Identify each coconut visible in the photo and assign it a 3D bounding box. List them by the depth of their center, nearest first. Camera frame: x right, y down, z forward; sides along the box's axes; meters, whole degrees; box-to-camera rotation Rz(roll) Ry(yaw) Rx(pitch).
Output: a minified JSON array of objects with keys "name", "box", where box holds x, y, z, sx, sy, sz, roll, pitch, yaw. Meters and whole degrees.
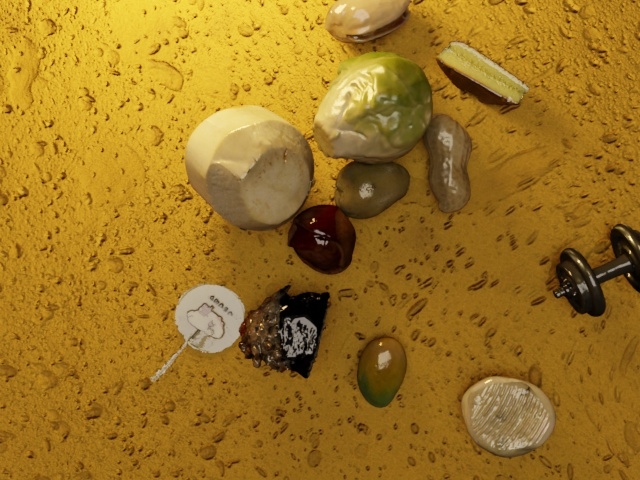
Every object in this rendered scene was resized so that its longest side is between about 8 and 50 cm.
[{"name":"coconut","box":[-0.177,-0.182,1.742,0.323,0.323,0.322,0,93,2]}]

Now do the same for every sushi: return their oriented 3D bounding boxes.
[{"name":"sushi","box":[-0.098,0.223,1.788,0.219,0.238,0.225,11,77,5]}]

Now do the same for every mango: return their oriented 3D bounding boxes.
[{"name":"mango","box":[0.162,0.348,1.857,0.130,0.092,0.194,0,102,0]}]

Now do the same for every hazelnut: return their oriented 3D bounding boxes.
[{"name":"hazelnut","box":[0.007,0.002,1.794,0.161,0.170,0.201,-25,127,-30]}]

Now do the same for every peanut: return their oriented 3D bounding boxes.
[{"name":"peanut","box":[0.333,-0.200,1.808,0.124,0.123,0.256,-10,95,2]}]

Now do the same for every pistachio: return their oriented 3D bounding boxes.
[{"name":"pistachio","box":[0.119,-0.573,1.792,0.223,0.126,0.152,-11,57,2]}]

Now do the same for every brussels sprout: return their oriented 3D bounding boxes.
[{"name":"brussels sprout","box":[0.136,-0.325,1.724,0.274,0.242,0.316,22,64,25]}]

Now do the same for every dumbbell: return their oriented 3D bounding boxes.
[{"name":"dumbbell","box":[0.723,0.076,1.770,0.290,0.192,0.192,-24,92,4]}]

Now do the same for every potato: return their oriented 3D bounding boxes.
[{"name":"potato","box":[0.135,-0.136,1.810,0.194,0.157,0.157,-9,93,-13]}]

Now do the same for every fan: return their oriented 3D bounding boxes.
[{"name":"fan","box":[-0.345,0.260,1.904,0.191,0.009,0.329,41,91,-2]}]

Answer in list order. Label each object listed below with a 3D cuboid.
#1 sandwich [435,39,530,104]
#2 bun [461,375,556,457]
[{"name":"sandwich","box":[0.412,-0.421,1.810,0.244,0.088,0.090,33,85,4]},{"name":"bun","box":[0.484,0.456,1.833,0.237,0.116,0.209,20,89,17]}]
